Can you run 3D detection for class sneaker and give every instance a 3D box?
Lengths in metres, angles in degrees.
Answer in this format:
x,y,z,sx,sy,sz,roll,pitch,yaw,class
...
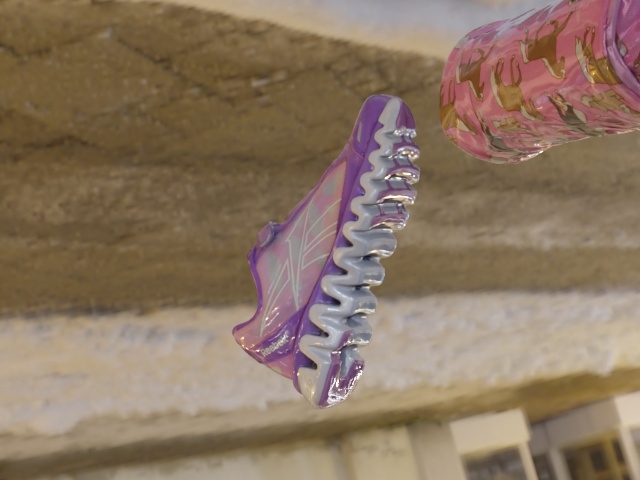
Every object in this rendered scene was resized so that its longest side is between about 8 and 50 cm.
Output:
x,y,z,sx,sy,sz,roll,pitch,yaw,class
0.000,0.000,0.951,0.104,0.236,0.095,19,-178,23,sneaker

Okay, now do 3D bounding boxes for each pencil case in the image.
x,y,z,sx,sy,sz,roll,pitch,yaw,class
0.245,-0.165,1.193,0.167,0.160,0.386,12,173,-17,pencil case
